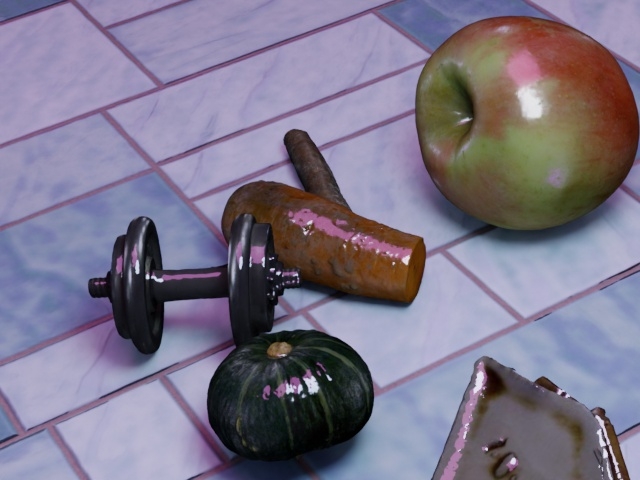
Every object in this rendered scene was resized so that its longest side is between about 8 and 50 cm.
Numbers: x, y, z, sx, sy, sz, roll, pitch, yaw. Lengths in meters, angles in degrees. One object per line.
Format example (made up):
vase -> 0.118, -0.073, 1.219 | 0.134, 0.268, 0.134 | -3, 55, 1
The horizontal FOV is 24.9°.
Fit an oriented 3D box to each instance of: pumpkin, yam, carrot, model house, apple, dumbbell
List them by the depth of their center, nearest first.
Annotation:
model house -> 0.257, 0.331, 1.491 | 0.317, 0.282, 0.297 | 26, 70, 39
pumpkin -> -0.038, 0.197, 1.809 | 0.211, 0.152, 0.211 | -16, 24, 8
dumbbell -> -0.170, 0.059, 1.969 | 0.290, 0.192, 0.192 | -2, 38, 3
carrot -> 0.000, 0.000, 2.075 | 0.302, 0.139, 0.139 | 13, 41, 22
apple -> 0.306, -0.172, 2.119 | 0.277, 0.319, 0.319 | -2, 32, -29
yam -> -0.004, -0.092, 2.253 | 0.061, 0.061, 0.274 | -12, 37, -8
